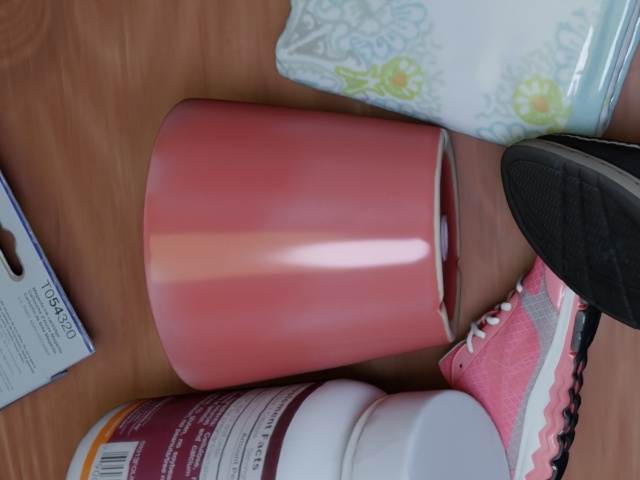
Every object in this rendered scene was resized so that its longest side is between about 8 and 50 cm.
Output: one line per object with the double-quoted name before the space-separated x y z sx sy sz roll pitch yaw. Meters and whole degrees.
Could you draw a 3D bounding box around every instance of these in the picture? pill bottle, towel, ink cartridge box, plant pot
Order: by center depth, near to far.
"towel" 0.147 -0.285 0.908 0.320 0.090 0.374 21 107 21
"plant pot" 0.000 0.000 0.940 0.243 0.275 0.275 -2 99 12
"pill bottle" -0.035 0.247 0.966 0.392 0.224 0.224 -11 96 35
"ink cartridge box" -0.444 0.054 1.219 0.330 0.071 0.324 -28 88 21

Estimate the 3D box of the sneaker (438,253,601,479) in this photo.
"sneaker" 0.178 0.103 0.949 0.136 0.116 0.314 14 105 21

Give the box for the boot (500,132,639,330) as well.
"boot" 0.357 -0.043 0.783 0.377 0.284 0.138 26 142 49
